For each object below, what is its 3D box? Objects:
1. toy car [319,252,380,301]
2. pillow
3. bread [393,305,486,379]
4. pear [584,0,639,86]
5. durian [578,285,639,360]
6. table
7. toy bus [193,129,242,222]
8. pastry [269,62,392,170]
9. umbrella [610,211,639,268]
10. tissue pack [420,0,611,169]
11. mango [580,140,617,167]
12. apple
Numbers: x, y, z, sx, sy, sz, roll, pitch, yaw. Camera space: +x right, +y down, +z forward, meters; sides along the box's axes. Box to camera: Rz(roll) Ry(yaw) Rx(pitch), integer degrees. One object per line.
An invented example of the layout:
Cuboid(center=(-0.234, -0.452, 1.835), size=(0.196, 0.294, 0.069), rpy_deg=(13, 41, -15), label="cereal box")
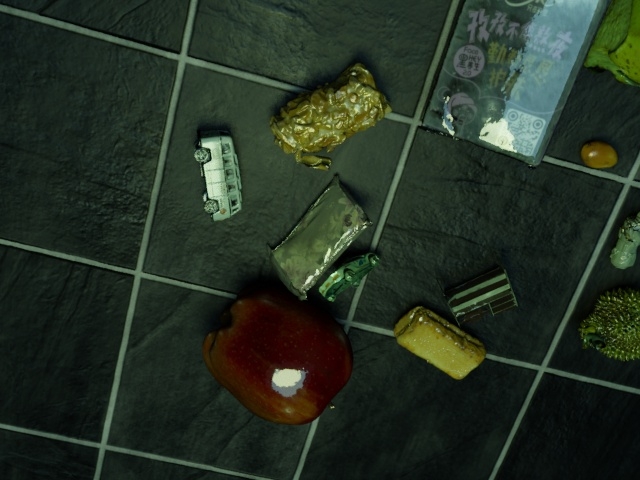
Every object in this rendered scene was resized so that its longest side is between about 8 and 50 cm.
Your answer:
Cuboid(center=(0.062, 0.072, 1.570), size=(0.058, 0.186, 0.093), rpy_deg=(48, 127, 13), label="toy car")
Cuboid(center=(0.000, 0.000, 1.560), size=(0.255, 0.169, 0.059), rpy_deg=(-47, 146, 16), label="pillow")
Cuboid(center=(0.278, 0.236, 1.675), size=(0.211, 0.083, 0.114), rpy_deg=(33, 121, -16), label="bread")
Cuboid(center=(0.647, -0.361, 1.357), size=(0.238, 0.255, 0.164), rpy_deg=(15, 110, -13), label="pear")
Cuboid(center=(0.693, 0.193, 1.649), size=(0.198, 0.146, 0.159), rpy_deg=(-34, 126, 17), label="durian")
Cuboid(center=(0.360, 0.118, 1.641), size=(0.146, 0.062, 0.175), rpy_deg=(-25, 143, 8), label="table")
Cuboid(center=(-0.213, -0.137, 1.512), size=(0.089, 0.087, 0.194), rpy_deg=(-9, 112, -8), label="toy bus")
Cuboid(center=(0.016, -0.243, 1.464), size=(0.250, 0.102, 0.154), rpy_deg=(-31, 111, 8), label="pastry")
Cuboid(center=(0.697, -0.002, 1.609), size=(0.067, 0.062, 0.143), rpy_deg=(23, 116, 10), label="umbrella")
Cuboid(center=(0.375, -0.348, 1.393), size=(0.259, 0.122, 0.361), rpy_deg=(21, 111, 11), label="tissue pack")
Cuboid(center=(0.601, -0.182, 1.541), size=(0.089, 0.046, 0.060), rpy_deg=(19, 113, -23), label="mango")
Cuboid(center=(-0.087, 0.251, 1.574), size=(0.317, 0.288, 0.288), rpy_deg=(38, 107, -3), label="apple")
